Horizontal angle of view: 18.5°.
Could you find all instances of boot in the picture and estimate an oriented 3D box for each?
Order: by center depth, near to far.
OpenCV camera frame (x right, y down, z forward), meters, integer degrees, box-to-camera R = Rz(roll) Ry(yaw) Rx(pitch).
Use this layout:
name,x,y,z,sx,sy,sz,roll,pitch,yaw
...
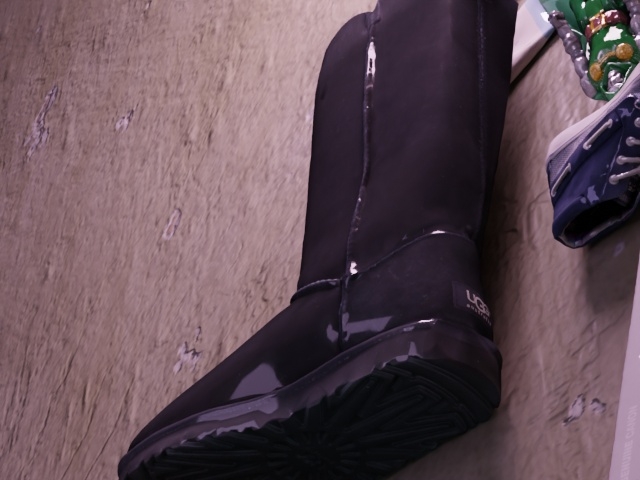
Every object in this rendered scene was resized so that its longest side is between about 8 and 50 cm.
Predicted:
name,x,y,z,sx,sy,sz,roll,pitch,yaw
boot,0.240,-0.070,1.452,0.190,0.069,0.086,-44,33,42
boot,0.002,-0.001,1.665,0.367,0.146,0.445,-24,44,30

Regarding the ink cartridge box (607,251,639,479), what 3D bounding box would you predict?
name,x,y,z,sx,sy,sz,roll,pitch,yaw
ink cartridge box,0.294,0.030,1.143,0.261,0.066,0.296,-39,17,31

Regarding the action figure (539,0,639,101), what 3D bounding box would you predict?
name,x,y,z,sx,sy,sz,roll,pitch,yaw
action figure,0.232,-0.188,1.600,0.137,0.063,0.232,-40,38,31

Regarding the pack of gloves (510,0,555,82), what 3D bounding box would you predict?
name,x,y,z,sx,sy,sz,roll,pitch,yaw
pack of gloves,0.188,-0.249,1.781,0.232,0.046,0.195,-47,27,18
